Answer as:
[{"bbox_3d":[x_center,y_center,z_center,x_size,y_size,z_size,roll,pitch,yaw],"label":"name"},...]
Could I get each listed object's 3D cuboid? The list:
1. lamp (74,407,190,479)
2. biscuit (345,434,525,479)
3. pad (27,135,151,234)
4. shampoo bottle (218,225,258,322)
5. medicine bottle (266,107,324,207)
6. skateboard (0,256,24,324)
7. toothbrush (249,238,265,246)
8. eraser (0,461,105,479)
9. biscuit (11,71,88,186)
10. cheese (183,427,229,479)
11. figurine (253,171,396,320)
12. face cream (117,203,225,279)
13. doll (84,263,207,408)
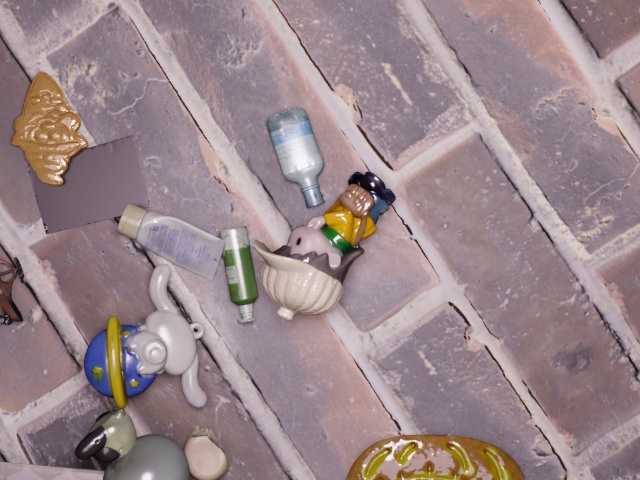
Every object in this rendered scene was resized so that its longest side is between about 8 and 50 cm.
[{"bbox_3d":[-0.378,0.464,1.741,0.198,0.198,0.244,-40,98,2],"label":"lamp"},{"bbox_3d":[0.247,0.581,1.795,0.394,0.070,0.350,-5,90,2],"label":"biscuit"},{"bbox_3d":[-0.502,-0.120,1.849,0.243,0.004,0.164,-15,90,2],"label":"pad"},{"bbox_3d":[-0.172,0.075,1.814,0.065,0.065,0.204,-10,90,2],"label":"shampoo bottle"},{"bbox_3d":[-0.043,-0.173,1.809,0.090,0.054,0.208,-19,91,0],"label":"medicine bottle"},{"bbox_3d":[-0.672,0.105,1.832,0.080,0.067,0.151,-19,86,-7],"label":"skateboard"},{"bbox_3d":[-0.056,0.056,1.829,0.219,0.019,0.016,31,126,1],"label":"toothbrush"},{"bbox_3d":[-0.648,0.572,1.818,0.397,0.082,0.213,4,89,2],"label":"eraser"},{"bbox_3d":[-0.589,-0.242,1.838,0.162,0.035,0.250,-7,87,-2],"label":"biscuit"},{"bbox_3d":[-0.235,0.488,1.822,0.092,0.047,0.171,-22,89,5],"label":"cheese"},{"bbox_3d":[0.023,0.018,1.743,0.332,0.185,0.204,-34,102,-16],"label":"figurine"},{"bbox_3d":[-0.316,-0.002,1.812,0.224,0.070,0.114,23,126,0],"label":"face cream"},{"bbox_3d":[-0.370,0.206,1.769,0.242,0.159,0.311,-2,89,3],"label":"doll"}]
